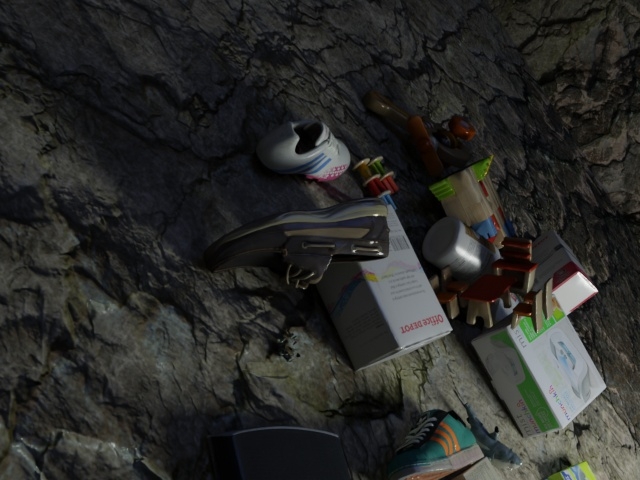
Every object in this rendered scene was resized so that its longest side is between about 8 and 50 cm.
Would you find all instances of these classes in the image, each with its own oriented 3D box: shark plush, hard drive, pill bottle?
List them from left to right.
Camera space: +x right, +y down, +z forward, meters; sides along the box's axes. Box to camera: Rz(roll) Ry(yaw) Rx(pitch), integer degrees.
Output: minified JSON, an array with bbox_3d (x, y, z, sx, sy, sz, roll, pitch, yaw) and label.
[{"bbox_3d":[-0.049,0.368,1.229,0.255,0.054,0.172,15,46,-43],"label":"hard drive"},{"bbox_3d":[0.382,0.046,2.020,0.229,0.131,0.131,32,37,-28],"label":"pill bottle"},{"bbox_3d":[0.358,0.415,1.674,0.073,0.067,0.161,1,57,-51],"label":"shark plush"}]

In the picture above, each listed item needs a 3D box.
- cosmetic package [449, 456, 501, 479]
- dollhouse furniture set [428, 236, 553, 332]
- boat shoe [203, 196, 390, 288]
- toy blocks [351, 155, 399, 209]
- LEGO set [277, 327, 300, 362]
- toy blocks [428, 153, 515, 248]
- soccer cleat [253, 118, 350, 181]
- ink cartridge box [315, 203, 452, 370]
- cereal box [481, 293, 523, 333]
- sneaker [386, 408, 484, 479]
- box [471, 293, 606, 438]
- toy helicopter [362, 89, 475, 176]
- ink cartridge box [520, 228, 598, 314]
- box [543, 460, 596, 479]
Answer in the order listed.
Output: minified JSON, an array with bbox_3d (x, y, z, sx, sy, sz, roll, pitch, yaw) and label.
[{"bbox_3d":[0.307,0.479,1.570,0.115,0.041,0.060,-6,62,-54],"label":"cosmetic package"},{"bbox_3d":[0.414,0.094,1.848,0.259,0.262,0.135,-28,119,-52],"label":"dollhouse furniture set"},{"bbox_3d":[-0.029,0.017,1.430,0.356,0.132,0.130,-14,80,-14],"label":"boat shoe"},{"bbox_3d":[0.157,-0.138,2.001,0.123,0.054,0.148,-16,71,-55],"label":"toy blocks"},{"bbox_3d":[-0.061,0.195,1.428,0.054,0.023,0.083,50,19,-6],"label":"LEGO set"},{"bbox_3d":[0.439,-0.077,2.201,0.260,0.191,0.381,65,23,-1],"label":"toy blocks"},{"bbox_3d":[-0.006,-0.209,1.786,0.331,0.143,0.116,-11,66,-55],"label":"soccer cleat"},{"bbox_3d":[0.109,0.089,1.620,0.226,0.131,0.306,-6,69,-53],"label":"ink cartridge box"},{"bbox_3d":[0.502,0.236,2.054,0.173,0.047,0.240,47,32,-6],"label":"cereal box"},{"bbox_3d":[0.198,0.385,1.479,0.302,0.108,0.121,10,49,-57],"label":"sneaker"},{"bbox_3d":[0.517,0.296,1.880,0.231,0.127,0.261,-22,82,-43],"label":"box"},{"bbox_3d":[0.273,-0.316,2.275,0.355,0.140,0.235,31,32,-6],"label":"toy helicopter"},{"bbox_3d":[0.636,0.102,2.194,0.100,0.172,0.237,40,20,-22],"label":"ink cartridge box"},{"bbox_3d":[0.590,0.578,1.821,0.178,0.042,0.109,4,54,-50],"label":"box"}]
